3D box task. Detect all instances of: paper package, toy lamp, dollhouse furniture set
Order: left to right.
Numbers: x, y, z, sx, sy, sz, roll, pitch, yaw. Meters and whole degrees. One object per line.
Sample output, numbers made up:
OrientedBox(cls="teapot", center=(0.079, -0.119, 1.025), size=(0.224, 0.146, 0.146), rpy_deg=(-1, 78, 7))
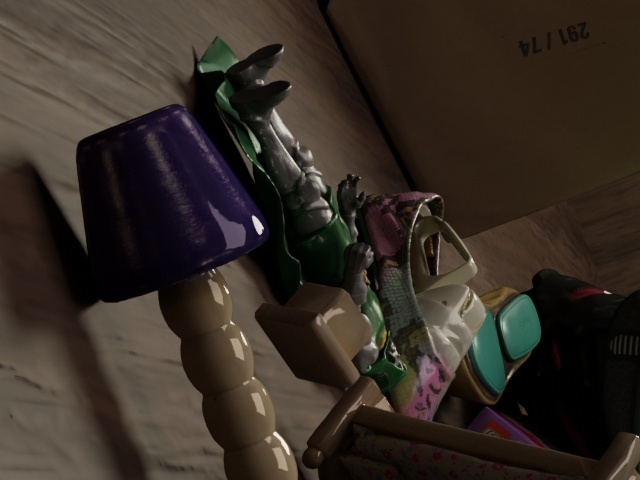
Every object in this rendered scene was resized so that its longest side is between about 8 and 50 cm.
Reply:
OrientedBox(cls="toy lamp", center=(-0.029, 0.078, 0.781), size=(0.080, 0.080, 0.274), rpy_deg=(-55, 123, -76))
OrientedBox(cls="paper package", center=(0.198, -0.197, 1.645), size=(0.168, 0.325, 0.309), rpy_deg=(-95, 160, -52))
OrientedBox(cls="dollhouse furniture set", center=(0.115, 0.215, 0.909), size=(0.174, 0.303, 0.355), rpy_deg=(-49, 123, -26))

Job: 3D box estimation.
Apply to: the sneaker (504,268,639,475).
OrientedBox(cls="sneaker", center=(0.236, 0.122, 1.602), size=(0.483, 0.202, 0.185), rpy_deg=(85, 26, -80))

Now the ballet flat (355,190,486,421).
OrientedBox(cls="ballet flat", center=(0.072, 0.038, 1.295), size=(0.221, 0.079, 0.077), rpy_deg=(-95, 162, -50))

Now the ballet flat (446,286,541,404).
OrientedBox(cls="ballet flat", center=(0.112, 0.085, 1.422), size=(0.232, 0.073, 0.080), rpy_deg=(-10, 86, -72))

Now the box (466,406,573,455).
OrientedBox(cls="box", center=(0.236, 0.239, 1.397), size=(0.293, 0.057, 0.201), rpy_deg=(38, 2, 17))

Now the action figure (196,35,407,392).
OrientedBox(cls="action figure", center=(0.000, 0.000, 1.096), size=(0.137, 0.063, 0.232), rpy_deg=(-97, 166, -57))
